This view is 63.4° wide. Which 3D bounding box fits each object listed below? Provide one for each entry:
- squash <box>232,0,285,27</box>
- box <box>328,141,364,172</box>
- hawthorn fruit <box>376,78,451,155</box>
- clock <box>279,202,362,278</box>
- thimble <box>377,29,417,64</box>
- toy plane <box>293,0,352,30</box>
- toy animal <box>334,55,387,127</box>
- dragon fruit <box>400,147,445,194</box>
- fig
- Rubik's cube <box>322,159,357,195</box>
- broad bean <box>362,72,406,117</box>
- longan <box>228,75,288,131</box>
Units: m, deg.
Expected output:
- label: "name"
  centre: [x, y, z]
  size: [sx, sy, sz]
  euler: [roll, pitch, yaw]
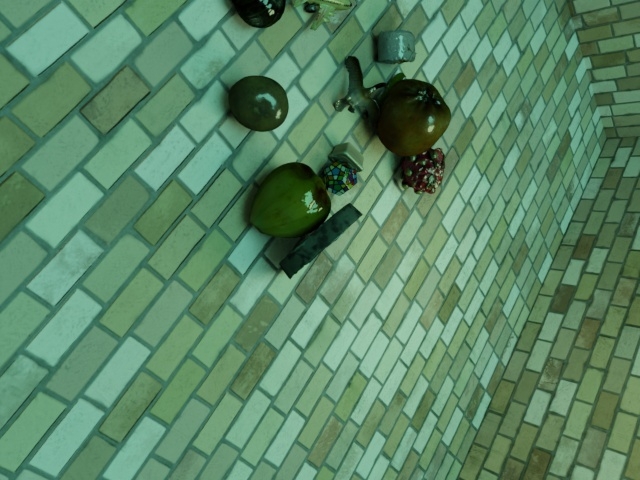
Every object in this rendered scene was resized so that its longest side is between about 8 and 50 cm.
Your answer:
- label: "squash"
  centre: [-0.186, -0.741, 1.554]
  size: [0.193, 0.156, 0.193]
  euler: [-42, 145, -39]
- label: "box"
  centre: [0.101, -0.305, 1.915]
  size: [0.122, 0.089, 0.062]
  euler: [37, 59, -39]
- label: "hawthorn fruit"
  centre: [0.338, -0.448, 1.981]
  size: [0.268, 0.268, 0.300]
  euler: [-36, 161, -34]
- label: "clock"
  centre: [0.000, 0.000, 1.711]
  size: [0.067, 0.325, 0.325]
  euler: [49, 58, 1]
- label: "thimble"
  centre: [0.294, -0.749, 2.010]
  size: [0.151, 0.127, 0.117]
  euler: [-14, 106, -47]
- label: "toy plane"
  centre: [0.005, -0.821, 1.761]
  size: [0.245, 0.093, 0.228]
  euler: [-4, 95, -43]
- label: "toy animal"
  centre: [0.154, -0.515, 1.867]
  size: [0.160, 0.197, 0.272]
  euler: [-41, 116, -20]
- label: "dragon fruit"
  centre: [0.429, -0.321, 2.141]
  size: [0.219, 0.198, 0.272]
  euler: [16, 83, -34]
- label: "fig"
  centre: [-0.105, -0.118, 1.665]
  size: [0.271, 0.239, 0.239]
  euler: [-27, 117, -4]
- label: "Rubik's cube"
  centre: [0.069, -0.227, 1.874]
  size: [0.132, 0.133, 0.112]
  euler: [-71, 157, -11]
- label: "broad bean"
  centre: [0.260, -0.566, 2.059]
  size: [0.060, 0.043, 0.297]
  euler: [49, 64, -24]
- label: "longan"
  centre: [-0.188, -0.418, 1.579]
  size: [0.187, 0.168, 0.167]
  euler: [13, 86, -45]
